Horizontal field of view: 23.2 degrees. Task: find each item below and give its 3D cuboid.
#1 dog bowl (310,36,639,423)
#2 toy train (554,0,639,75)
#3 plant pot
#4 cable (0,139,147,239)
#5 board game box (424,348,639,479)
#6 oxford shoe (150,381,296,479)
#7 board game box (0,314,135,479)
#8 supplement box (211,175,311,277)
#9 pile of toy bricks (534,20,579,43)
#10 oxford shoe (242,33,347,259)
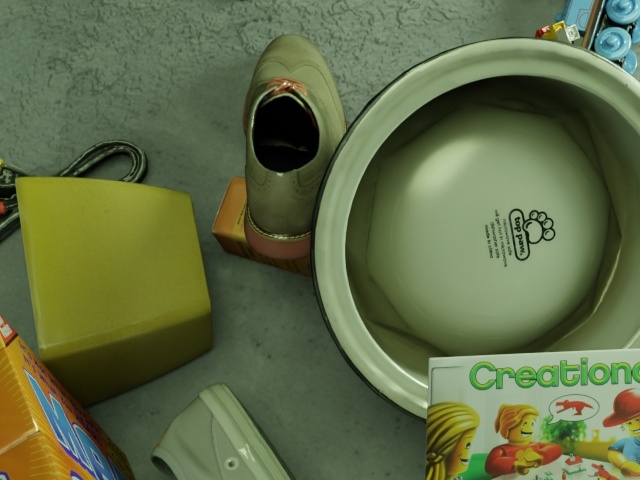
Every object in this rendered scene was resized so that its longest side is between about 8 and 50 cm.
[{"bbox_3d":[0.179,-0.011,1.619,0.408,0.150,0.408,-2,100,-9],"label":"dog bowl"},{"bbox_3d":[0.328,-0.265,1.815,0.105,0.080,0.184,13,75,24],"label":"toy train"},{"bbox_3d":[-0.222,0.051,1.733,0.187,0.212,0.212,-9,68,-7],"label":"plant pot"},{"bbox_3d":[-0.352,-0.058,1.857,0.287,0.072,0.139,-3,75,8],"label":"cable"},{"bbox_3d":[0.250,0.201,1.458,0.305,0.053,0.193,-4,67,18],"label":"board game box"},{"bbox_3d":[-0.039,0.342,1.600,0.130,0.169,0.449,-35,57,-5],"label":"oxford shoe"},{"bbox_3d":[-0.349,0.353,1.512,0.356,0.356,0.356,-31,52,-2],"label":"board game box"},{"bbox_3d":[0.000,0.000,1.772,0.233,0.078,0.080,14,73,15],"label":"supplement box"},{"bbox_3d":[0.258,-0.129,1.763,0.118,0.105,0.212,-24,97,-25],"label":"pile of toy bricks"},{"bbox_3d":[-0.027,-0.140,1.750,0.123,0.130,0.348,-1,44,-2],"label":"oxford shoe"}]
